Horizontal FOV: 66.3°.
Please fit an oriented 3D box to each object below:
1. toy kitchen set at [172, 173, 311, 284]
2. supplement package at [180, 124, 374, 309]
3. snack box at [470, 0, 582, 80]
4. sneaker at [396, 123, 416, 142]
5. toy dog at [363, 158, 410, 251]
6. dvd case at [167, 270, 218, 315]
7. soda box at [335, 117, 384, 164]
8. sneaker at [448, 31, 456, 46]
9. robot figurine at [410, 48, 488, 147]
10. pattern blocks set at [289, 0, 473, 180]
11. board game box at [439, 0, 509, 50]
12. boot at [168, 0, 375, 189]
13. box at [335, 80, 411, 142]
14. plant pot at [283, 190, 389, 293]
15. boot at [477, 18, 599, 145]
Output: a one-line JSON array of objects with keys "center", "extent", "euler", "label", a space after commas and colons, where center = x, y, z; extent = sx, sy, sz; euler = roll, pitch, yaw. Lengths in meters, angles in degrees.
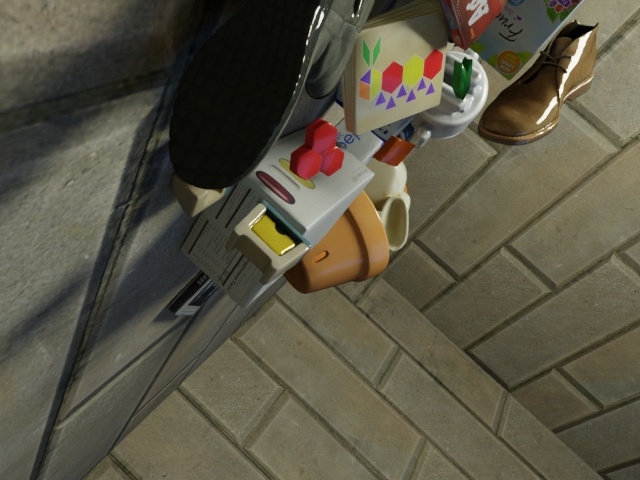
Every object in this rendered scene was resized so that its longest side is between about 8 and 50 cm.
[{"center": [-0.046, -0.081, 0.530], "extent": [0.122, 0.166, 0.207], "euler": [-43, 174, -41], "label": "toy kitchen set"}, {"center": [-0.063, -0.050, 0.814], "extent": [0.204, 0.145, 0.262], "euler": [-50, 176, 36], "label": "supplement package"}, {"center": [0.271, -0.377, 0.734], "extent": [0.070, 0.207, 0.174], "euler": [-44, 175, -35], "label": "snack box"}, {"center": [0.280, -0.357, 1.708], "extent": [0.131, 0.112, 0.319], "euler": [-44, 177, -6], "label": "sneaker"}, {"center": [0.157, -0.156, 1.614], "extent": [0.408, 0.285, 0.395], "euler": [-16, 112, -79], "label": "toy dog"}, {"center": [-0.226, 0.070, 1.087], "extent": [0.238, 0.029, 0.179], "euler": [-46, 176, -9], "label": "dvd case"}, {"center": [0.119, -0.257, 1.074], "extent": [0.286, 0.098, 0.091], "euler": [-46, 176, -12], "label": "soda box"}, {"center": [0.334, -0.503, 1.150], "extent": [0.090, 0.081, 0.232], "euler": [-47, 170, 28], "label": "sneaker"}, {"center": [0.348, -0.399, 1.382], "extent": [0.300, 0.200, 0.353], "euler": [-54, 176, 5], "label": "robot figurine"}, {"center": [0.098, -0.228, 0.655], "extent": [0.325, 0.026, 0.285], "euler": [-19, 130, -33], "label": "pattern blocks set"}, {"center": [0.179, -0.349, 0.544], "extent": [0.145, 0.027, 0.281], "euler": [-47, 152, 9], "label": "board game box"}, {"center": [-0.018, -0.145, 0.409], "extent": [0.246, 0.083, 0.161], "euler": [-63, 166, 5], "label": "boot"}, {"center": [0.098, -0.240, 0.803], "extent": [0.072, 0.126, 0.137], "euler": [-48, 176, -8], "label": "box"}, {"center": [0.000, 0.000, 1.208], "extent": [0.203, 0.291, 0.291], "euler": [-29, 169, -22], "label": "plant pot"}, {"center": [0.344, -0.252, 0.765], "extent": [0.305, 0.112, 0.115], "euler": [-41, 145, -29], "label": "boot"}]
